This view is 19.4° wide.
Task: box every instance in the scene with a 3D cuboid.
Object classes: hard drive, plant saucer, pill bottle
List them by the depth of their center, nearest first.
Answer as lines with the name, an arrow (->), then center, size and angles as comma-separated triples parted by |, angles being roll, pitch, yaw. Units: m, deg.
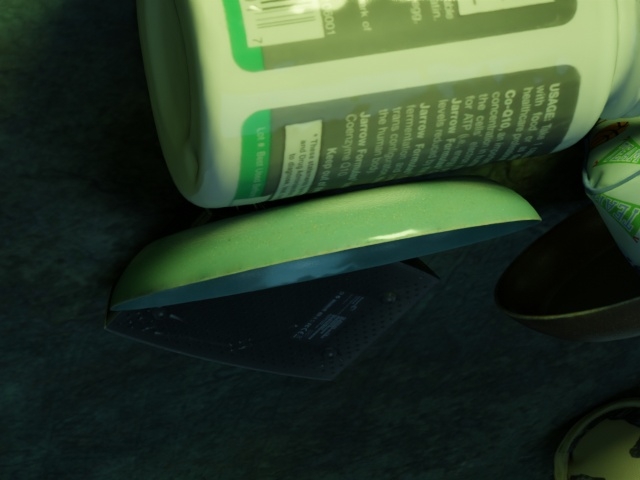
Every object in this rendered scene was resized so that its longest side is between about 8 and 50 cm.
pill bottle -> 0.071, -0.146, 1.250 | 0.361, 0.204, 0.204 | -9, 144, -14
plant saucer -> 0.000, 0.000, 1.354 | 0.317, 0.044, 0.317 | -12, 176, -1
plant saucer -> 0.290, 0.002, 1.509 | 0.310, 0.310, 0.050 | -26, 102, 8
hard drive -> -0.042, 0.038, 1.571 | 0.254, 0.054, 0.172 | 16, 131, -39

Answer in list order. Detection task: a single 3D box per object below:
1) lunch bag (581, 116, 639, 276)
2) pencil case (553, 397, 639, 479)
lunch bag -> 0.320, -0.091, 1.386 | 0.243, 0.303, 0.115 | -32, 102, 20
pencil case -> 0.387, 0.319, 2.070 | 0.183, 0.160, 0.410 | -12, 148, 18
